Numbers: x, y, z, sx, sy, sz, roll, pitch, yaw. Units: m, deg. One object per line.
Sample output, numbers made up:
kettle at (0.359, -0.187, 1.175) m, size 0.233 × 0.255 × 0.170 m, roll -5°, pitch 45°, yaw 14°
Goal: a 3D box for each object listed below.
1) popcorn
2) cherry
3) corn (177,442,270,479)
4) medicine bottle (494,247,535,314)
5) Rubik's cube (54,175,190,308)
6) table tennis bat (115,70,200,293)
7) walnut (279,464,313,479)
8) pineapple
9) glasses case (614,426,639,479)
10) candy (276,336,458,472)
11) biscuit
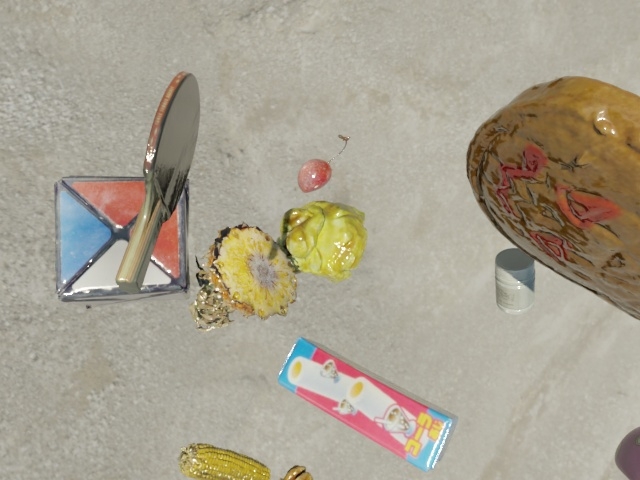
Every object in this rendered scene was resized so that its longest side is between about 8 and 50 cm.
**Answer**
popcorn at (-0.003, -0.005, 1.535) m, size 0.276 × 0.276 × 0.225 m, roll 1°, pitch 114°, yaw -47°
cherry at (0.006, -0.239, 1.638) m, size 0.090 × 0.107 × 0.225 m, roll 44°, pitch 71°, yaw -24°
corn at (-0.302, 0.718, 1.665) m, size 0.318 × 0.115 × 0.115 m, roll 26°, pitch 76°, yaw -28°
medicine bottle at (0.300, 0.063, 0.809) m, size 0.058 × 0.058 × 0.091 m, roll -43°, pitch 133°, yaw -34°
Rubik's cube at (-0.488, 0.006, 1.360) m, size 0.307 × 0.310 × 0.305 m, roll -3°, pitch 80°, yaw -14°
table tennis bat at (-0.146, -0.058, 0.490) m, size 0.130 × 0.019 × 0.220 m, roll 107°, pitch -6°, yaw -65°
walnut at (-0.077, 0.713, 1.450) m, size 0.069 × 0.143 × 0.170 m, roll 16°, pitch 94°, yaw -34°
pineapple at (-0.237, 0.125, 1.322) m, size 0.262 × 0.272 × 0.262 m, roll 27°, pitch 46°, yaw -32°
glasses case at (0.701, 0.476, 1.036) m, size 0.076 × 0.316 × 0.123 m, roll 37°, pitch 94°, yaw -5°
candy at (0.087, 0.290, 0.954) m, size 0.100 × 0.306 × 0.157 m, roll -64°, pitch 156°, yaw -7°
biscuit at (0.231, -0.012, 0.429) m, size 0.049 × 0.257 × 0.273 m, roll -49°, pitch 159°, yaw -6°
